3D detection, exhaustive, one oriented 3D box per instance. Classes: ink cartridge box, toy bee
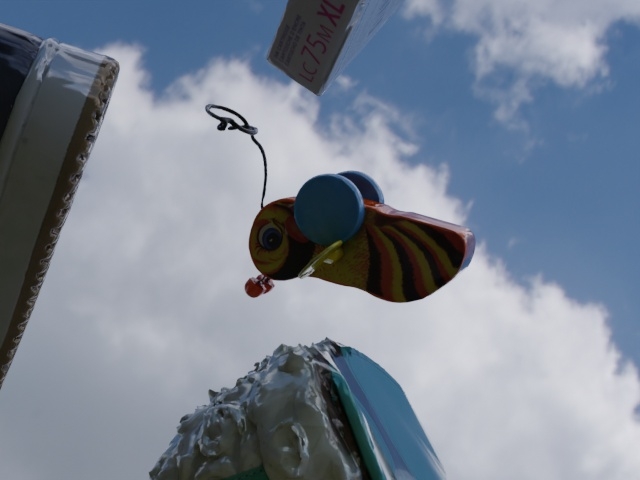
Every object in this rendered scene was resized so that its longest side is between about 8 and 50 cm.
[{"bbox_3d":[0.080,-0.269,0.876,0.065,0.311,0.186,37,-36,5],"label":"ink cartridge box"},{"bbox_3d":[0.000,0.000,1.133,0.298,0.195,0.162,34,-73,35],"label":"toy bee"}]

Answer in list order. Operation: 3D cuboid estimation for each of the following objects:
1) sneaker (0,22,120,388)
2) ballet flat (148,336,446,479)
[{"bbox_3d":[-0.201,0.015,0.468,0.153,0.099,0.282,21,-58,-14],"label":"sneaker"},{"bbox_3d":[-0.009,0.139,0.720,0.147,0.409,0.147,-2,-102,11],"label":"ballet flat"}]
